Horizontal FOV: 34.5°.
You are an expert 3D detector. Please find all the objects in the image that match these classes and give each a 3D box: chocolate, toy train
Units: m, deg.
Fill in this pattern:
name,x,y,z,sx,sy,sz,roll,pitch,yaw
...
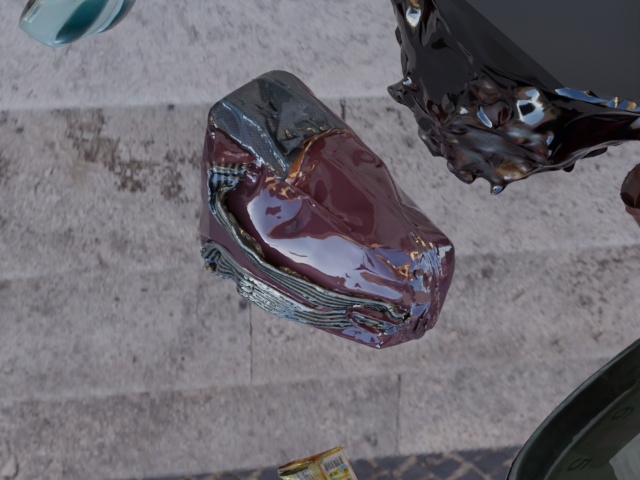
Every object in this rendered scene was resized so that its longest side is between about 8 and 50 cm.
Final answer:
name,x,y,z,sx,sy,sz,roll,pitch,yaw
chocolate,0.092,-0.072,0.450,0.156,0.156,0.133,4,144,-12
toy train,-0.224,-0.280,1.045,0.088,0.407,0.086,37,114,-23

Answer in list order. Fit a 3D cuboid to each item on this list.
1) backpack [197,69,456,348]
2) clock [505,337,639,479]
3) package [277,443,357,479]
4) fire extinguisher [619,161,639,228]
name,x,y,z,sx,sy,sz,roll,pitch,yaw
backpack,0.000,0.000,1.167,0.197,0.317,0.283,-40,160,-29
clock,0.222,0.085,0.550,0.280,0.280,0.055,-36,88,7
package,0.009,0.363,1.492,0.108,0.120,0.031,-22,158,-15
fire extinguisher,0.480,0.029,1.188,0.147,0.106,0.337,-46,118,-11
